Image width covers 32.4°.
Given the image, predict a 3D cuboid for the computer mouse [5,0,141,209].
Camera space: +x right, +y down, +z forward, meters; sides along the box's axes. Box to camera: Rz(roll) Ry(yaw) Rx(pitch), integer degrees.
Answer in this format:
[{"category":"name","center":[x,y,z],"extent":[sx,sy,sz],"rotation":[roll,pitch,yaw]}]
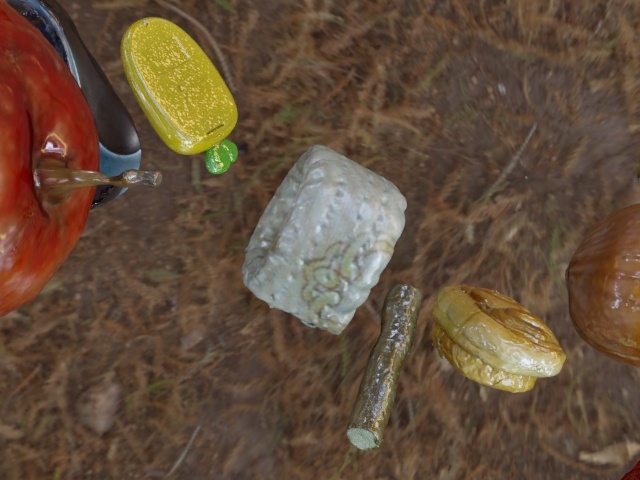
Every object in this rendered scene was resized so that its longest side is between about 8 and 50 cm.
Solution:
[{"category":"computer mouse","center":[-0.246,-0.106,0.937],"extent":[0.137,0.096,0.233],"rotation":[-19,127,9]}]

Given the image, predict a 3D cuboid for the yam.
[{"category":"yam","center":[0.092,0.176,1.569],"extent":[0.061,0.061,0.253],"rotation":[14,56,10]}]

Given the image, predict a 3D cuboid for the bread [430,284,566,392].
[{"category":"bread","center":[0.282,0.158,1.793],"extent":[0.198,0.236,0.120],"rotation":[17,104,-21]}]

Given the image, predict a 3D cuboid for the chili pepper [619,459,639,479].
[{"category":"chili pepper","center":[0.308,0.327,1.135],"extent":[0.338,0.134,0.131],"rotation":[-41,116,-5]}]

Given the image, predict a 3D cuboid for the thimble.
[{"category":"thimble","center":[0.000,0.000,1.876],"extent":[0.195,0.291,0.292],"rotation":[28,98,-10]}]

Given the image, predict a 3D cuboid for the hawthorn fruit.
[{"category":"hawthorn fruit","center":[-0.226,-0.046,0.677],"extent":[0.271,0.242,0.242],"rotation":[10,95,9]}]

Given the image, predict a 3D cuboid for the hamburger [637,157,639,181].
[{"category":"hamburger","center":[0.543,-0.112,1.553],"extent":[0.177,0.185,0.113],"rotation":[15,96,-1]}]

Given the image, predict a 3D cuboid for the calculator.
[{"category":"calculator","center":[-0.186,-0.200,1.511],"extent":[0.032,0.146,0.235],"rotation":[-27,99,45]}]

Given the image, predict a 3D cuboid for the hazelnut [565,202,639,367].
[{"category":"hazelnut","center":[0.291,0.040,0.954],"extent":[0.150,0.150,0.150],"rotation":[1,93,11]}]
